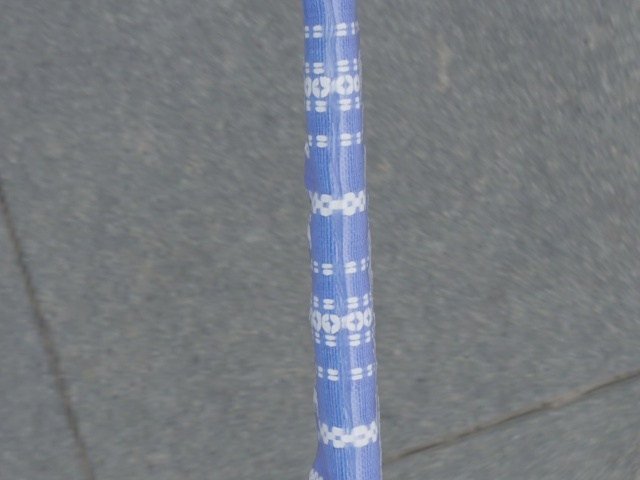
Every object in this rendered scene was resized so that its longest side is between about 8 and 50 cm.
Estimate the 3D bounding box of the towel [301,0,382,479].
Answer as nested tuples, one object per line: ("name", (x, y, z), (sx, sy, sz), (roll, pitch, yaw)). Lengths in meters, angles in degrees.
("towel", (0.000, 0.000, 0.686), (0.040, 0.243, 0.336), (-3, 97, 1))
